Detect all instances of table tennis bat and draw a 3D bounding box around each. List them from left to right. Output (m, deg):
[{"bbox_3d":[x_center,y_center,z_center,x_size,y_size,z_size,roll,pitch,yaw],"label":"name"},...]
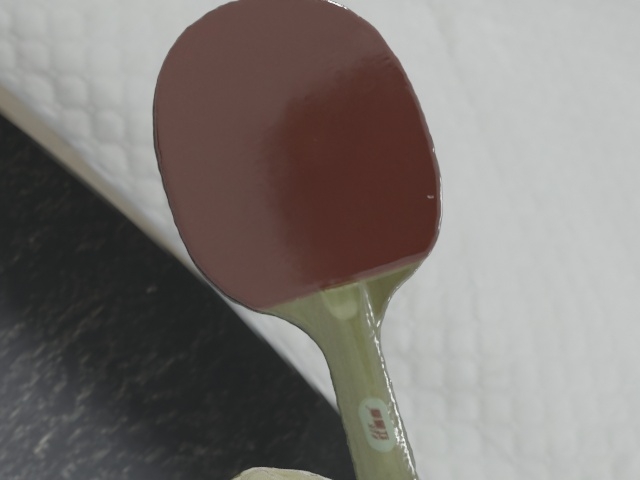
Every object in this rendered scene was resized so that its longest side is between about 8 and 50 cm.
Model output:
[{"bbox_3d":[0.000,0.000,0.709,0.138,0.022,0.246,-13,83,-19],"label":"table tennis bat"}]

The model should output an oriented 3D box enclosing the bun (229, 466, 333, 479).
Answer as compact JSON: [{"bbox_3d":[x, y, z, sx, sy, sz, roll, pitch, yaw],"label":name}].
[{"bbox_3d":[-0.020,0.283,1.250,0.193,0.128,0.178,17,65,-20],"label":"bun"}]
